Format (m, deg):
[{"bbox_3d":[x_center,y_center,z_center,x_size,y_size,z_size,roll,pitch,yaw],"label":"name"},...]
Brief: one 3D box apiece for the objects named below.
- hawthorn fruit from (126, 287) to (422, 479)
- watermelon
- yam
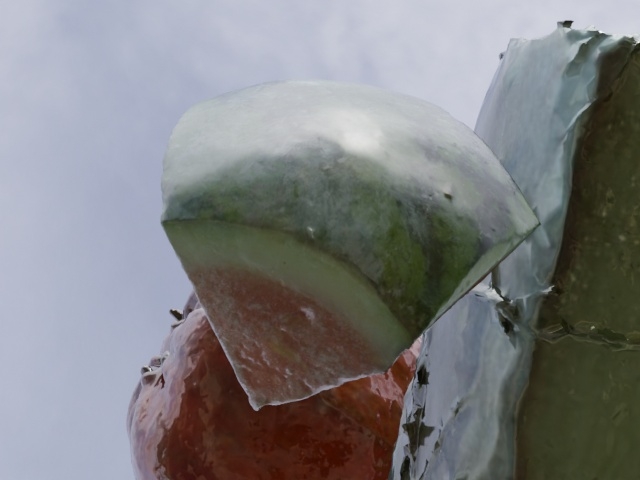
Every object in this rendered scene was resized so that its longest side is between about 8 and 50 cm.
[{"bbox_3d":[-0.001,0.134,1.068,0.272,0.242,0.242,29,-86,-5],"label":"hawthorn fruit"},{"bbox_3d":[-0.002,-0.001,0.358,0.092,0.084,0.072,35,-67,23],"label":"watermelon"},{"bbox_3d":[0.133,0.067,0.567,0.202,0.201,0.271,12,-92,1],"label":"yam"}]
